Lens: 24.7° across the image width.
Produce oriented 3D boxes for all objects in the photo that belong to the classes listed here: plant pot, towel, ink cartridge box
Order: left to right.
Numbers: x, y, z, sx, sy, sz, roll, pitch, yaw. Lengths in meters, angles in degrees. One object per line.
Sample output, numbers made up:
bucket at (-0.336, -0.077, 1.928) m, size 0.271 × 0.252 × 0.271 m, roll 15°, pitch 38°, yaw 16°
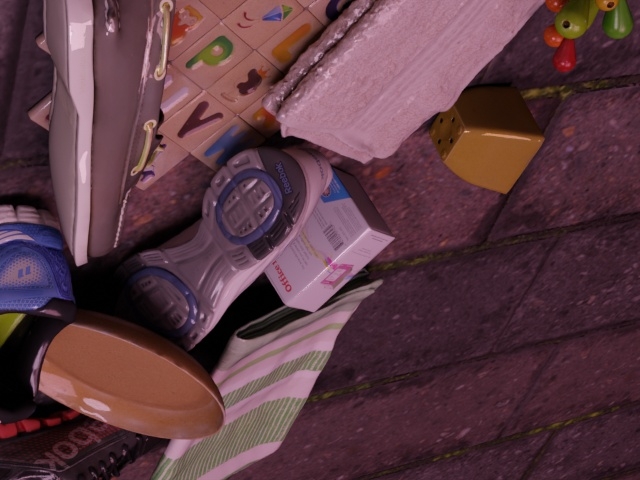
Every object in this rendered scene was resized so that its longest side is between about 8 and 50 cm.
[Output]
plant pot at (-0.199, 0.126, 1.424) m, size 0.236 × 0.032 × 0.236 m, roll 16°, pitch 152°, yaw 8°
towel at (-0.072, 0.178, 1.644) m, size 0.248 × 0.038 × 0.325 m, roll -24°, pitch 153°, yaw -48°
ink cartridge box at (0.000, 0.000, 1.474) m, size 0.122 × 0.088 × 0.052 m, roll -42°, pitch 149°, yaw 18°
towel at (0.090, -0.185, 1.311) m, size 0.282 × 0.049 × 0.187 m, roll -47°, pitch 150°, yaw 19°
plant pot at (0.160, -0.106, 1.473) m, size 0.083 × 0.081 × 0.081 m, roll 6°, pitch 134°, yaw -30°

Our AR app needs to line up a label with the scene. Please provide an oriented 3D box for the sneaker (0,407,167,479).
sneaker at (-0.252, 0.231, 1.546) m, size 0.276 × 0.135 × 0.097 m, roll -13°, pitch 142°, yaw -28°

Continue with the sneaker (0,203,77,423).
sneaker at (-0.340, 0.118, 1.305) m, size 0.330 × 0.147 × 0.130 m, roll -44°, pitch 146°, yaw 22°

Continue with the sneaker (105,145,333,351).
sneaker at (-0.092, 0.017, 1.411) m, size 0.297 × 0.111 × 0.129 m, roll -40°, pitch 172°, yaw 30°

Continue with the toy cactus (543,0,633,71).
toy cactus at (0.274, -0.259, 1.316) m, size 0.219 × 0.112 × 0.180 m, roll -32°, pitch 130°, yaw -32°

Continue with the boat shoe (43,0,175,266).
boat shoe at (-0.167, -0.096, 1.167) m, size 0.091 × 0.109 × 0.305 m, roll -12°, pitch 140°, yaw -20°

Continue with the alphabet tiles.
alphabet tiles at (-0.071, -0.177, 1.245) m, size 0.342 × 0.011 × 0.285 m, roll -38°, pitch 147°, yaw 11°
